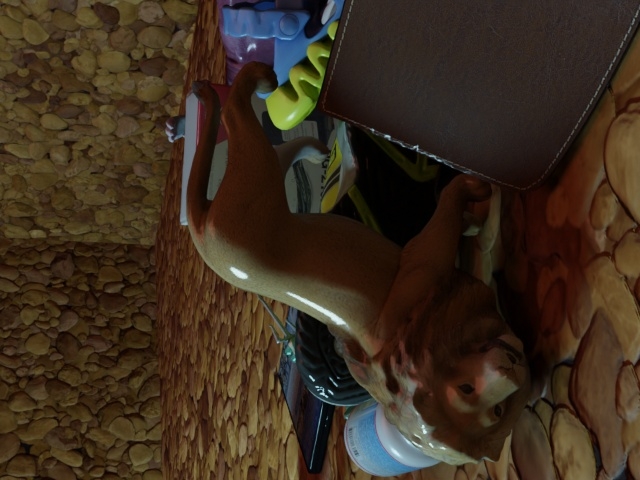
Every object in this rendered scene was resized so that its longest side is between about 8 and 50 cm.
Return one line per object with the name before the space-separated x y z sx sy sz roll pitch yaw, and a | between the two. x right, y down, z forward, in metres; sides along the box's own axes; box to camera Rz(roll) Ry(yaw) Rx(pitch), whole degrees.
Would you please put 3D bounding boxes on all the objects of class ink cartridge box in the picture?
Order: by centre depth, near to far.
ink cartridge box | -0.051 -0.099 1.264 0.100 0.237 0.172 172 100 -71

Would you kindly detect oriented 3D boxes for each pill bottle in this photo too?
pill bottle | 0.087 0.187 0.988 0.160 0.087 0.087 132 138 -66

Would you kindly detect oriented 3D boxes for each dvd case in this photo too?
dvd case | -0.021 0.203 1.495 0.253 0.022 0.180 -116 32 -59

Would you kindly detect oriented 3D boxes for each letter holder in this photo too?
letter holder | 0.150 -0.217 0.780 0.152 0.214 0.302 -57 -13 -47

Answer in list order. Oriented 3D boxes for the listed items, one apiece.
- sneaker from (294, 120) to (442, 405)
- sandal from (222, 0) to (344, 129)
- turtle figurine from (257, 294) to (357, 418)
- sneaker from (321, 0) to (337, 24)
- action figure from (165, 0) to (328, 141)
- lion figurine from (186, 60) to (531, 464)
sneaker | 0.064 -0.013 1.034 0.147 0.145 0.384 103 -179 -75
sandal | 0.013 -0.265 0.977 0.317 0.138 0.126 -50 2 16
turtle figurine | 0.020 0.097 1.112 0.175 0.118 0.234 -47 -62 -69
sneaker | 0.070 -0.262 1.101 0.115 0.105 0.281 -108 27 -53
action figure | -0.102 -0.260 1.459 0.276 0.248 0.370 -111 31 -58
lion figurine | 0.014 0.020 0.864 0.142 0.392 0.240 100 -164 -65
